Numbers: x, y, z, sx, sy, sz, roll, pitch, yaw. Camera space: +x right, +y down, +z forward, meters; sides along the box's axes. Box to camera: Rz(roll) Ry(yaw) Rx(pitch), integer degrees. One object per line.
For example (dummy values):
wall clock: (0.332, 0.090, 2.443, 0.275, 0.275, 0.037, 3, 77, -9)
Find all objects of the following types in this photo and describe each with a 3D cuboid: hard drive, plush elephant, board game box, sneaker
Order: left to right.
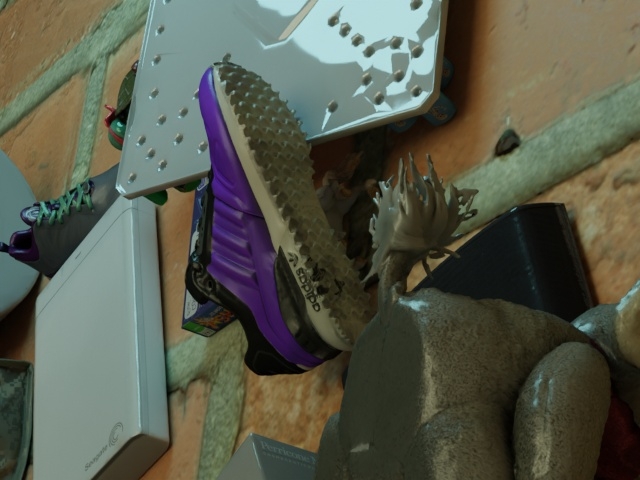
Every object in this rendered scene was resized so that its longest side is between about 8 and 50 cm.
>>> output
sneaker: (-0.300, -0.028, 2.065, 0.223, 0.098, 0.083, -46, 36, 35)
hard drive: (-0.251, 0.141, 1.919, 0.233, 0.047, 0.353, -47, 35, 34)
board game box: (-0.086, -0.017, 1.761, 0.136, 0.035, 0.201, -34, 43, 45)
sneaker: (-0.071, -0.012, 1.528, 0.146, 0.102, 0.293, -30, 73, 28)
board game box: (-0.019, -0.243, 1.689, 0.390, 0.050, 0.390, -14, 57, 37)
hard drive: (0.107, 0.096, 1.335, 0.254, 0.054, 0.172, -46, 35, 34)
plush elephant: (0.144, 0.128, 1.082, 0.272, 0.255, 0.330, 153, 125, -62)

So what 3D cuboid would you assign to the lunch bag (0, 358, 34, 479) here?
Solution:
lunch bag: (-0.473, 0.296, 2.069, 0.235, 0.169, 0.287, -26, 56, 46)

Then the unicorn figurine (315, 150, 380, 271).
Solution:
unicorn figurine: (0.000, 0.000, 1.592, 0.111, 0.060, 0.162, -14, 42, 56)

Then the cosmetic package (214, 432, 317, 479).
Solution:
cosmetic package: (-0.006, 0.272, 1.333, 0.107, 0.127, 0.238, -53, 34, 25)

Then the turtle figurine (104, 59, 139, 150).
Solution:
turtle figurine: (-0.158, -0.159, 1.882, 0.234, 0.118, 0.175, -53, 18, 8)

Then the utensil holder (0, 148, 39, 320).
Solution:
utensil holder: (-0.592, 0.047, 2.276, 0.385, 0.328, 0.327, -37, 41, 42)
